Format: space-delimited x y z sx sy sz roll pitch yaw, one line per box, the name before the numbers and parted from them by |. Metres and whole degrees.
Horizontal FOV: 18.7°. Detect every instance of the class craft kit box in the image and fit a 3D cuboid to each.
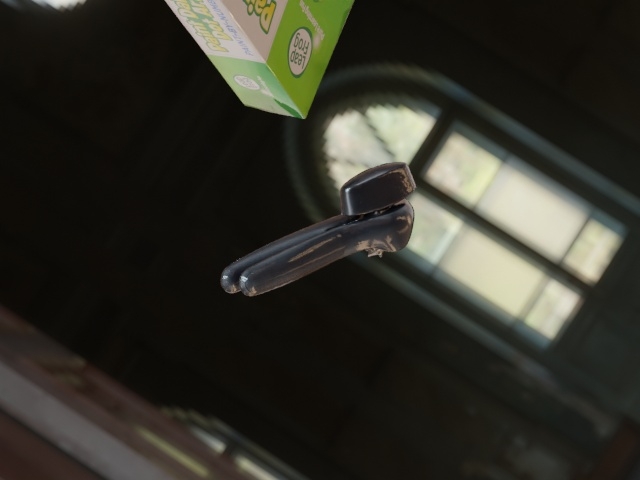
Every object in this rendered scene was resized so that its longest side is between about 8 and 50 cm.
craft kit box | -0.026 -0.242 1.235 0.247 0.061 0.250 -66 -27 -14

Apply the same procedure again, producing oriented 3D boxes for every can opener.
can opener | 0.000 0.000 1.535 0.186 0.073 0.059 -27 10 -26
